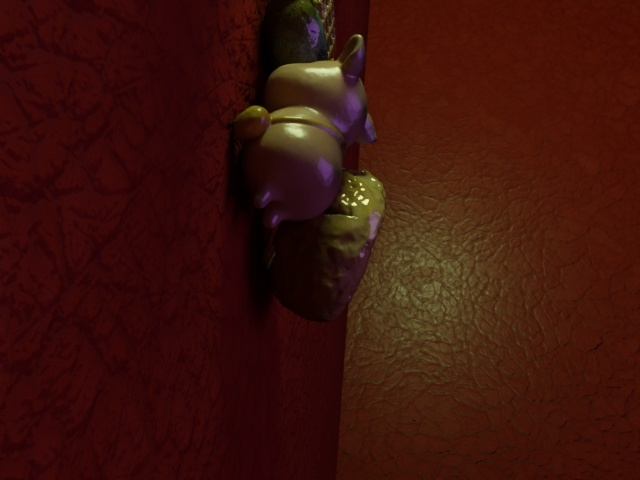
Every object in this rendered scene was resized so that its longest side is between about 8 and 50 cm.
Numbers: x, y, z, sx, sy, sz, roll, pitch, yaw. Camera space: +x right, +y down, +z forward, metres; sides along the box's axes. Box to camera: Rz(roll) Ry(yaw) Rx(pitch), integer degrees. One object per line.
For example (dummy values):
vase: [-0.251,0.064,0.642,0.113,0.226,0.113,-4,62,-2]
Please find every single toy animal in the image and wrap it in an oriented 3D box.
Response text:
toy animal: [-0.025,-0.128,0.785,0.248,0.149,0.165,-61,166,-25]

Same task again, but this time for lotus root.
lotus root: [-0.036,-0.285,0.865,0.192,0.088,0.113,83,4,-46]

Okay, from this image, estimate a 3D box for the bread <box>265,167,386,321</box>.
bread: [0.000,0.000,0.908,0.244,0.134,0.244,-162,-90,-85]

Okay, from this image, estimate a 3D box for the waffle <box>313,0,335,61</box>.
waffle: [-0.004,-0.372,1.206,0.249,0.056,0.253,71,21,-71]
